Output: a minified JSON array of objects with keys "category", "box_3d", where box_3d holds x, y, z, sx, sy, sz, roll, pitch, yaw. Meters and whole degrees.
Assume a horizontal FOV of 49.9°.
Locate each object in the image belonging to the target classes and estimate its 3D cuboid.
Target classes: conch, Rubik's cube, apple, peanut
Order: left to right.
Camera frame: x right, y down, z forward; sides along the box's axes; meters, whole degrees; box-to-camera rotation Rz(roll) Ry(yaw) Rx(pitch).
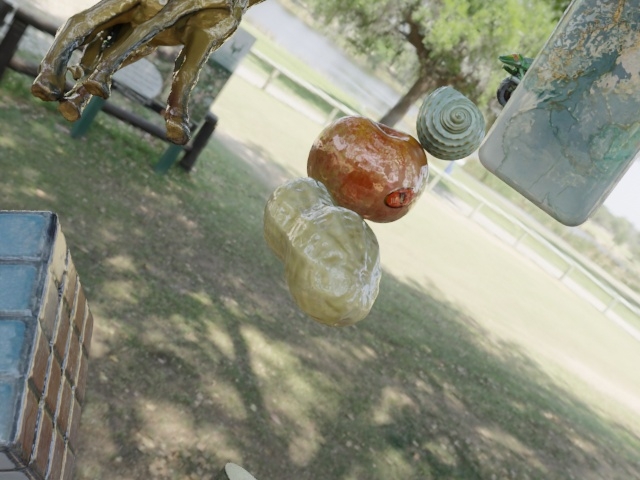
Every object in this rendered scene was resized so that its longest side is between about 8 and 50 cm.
[{"category":"Rubik's cube","box_3d":[-0.528,0.182,0.958,0.337,0.343,0.344,0,54,-8]},{"category":"peanut","box_3d":[0.000,0.000,0.846,0.124,0.123,0.256,29,21,-33]},{"category":"apple","box_3d":[0.085,-0.123,1.181,0.210,0.164,0.209,26,13,-6]},{"category":"conch","box_3d":[0.218,-0.201,1.211,0.102,0.153,0.135,-19,83,-25]}]

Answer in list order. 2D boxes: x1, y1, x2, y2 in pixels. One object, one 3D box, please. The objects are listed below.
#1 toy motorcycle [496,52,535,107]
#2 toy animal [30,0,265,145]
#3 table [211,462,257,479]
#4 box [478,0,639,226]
[{"category":"toy motorcycle","box_3d":[0.389,-0.277,1.150,0.074,0.190,0.106,-97,180,-52]},{"category":"toy animal","box_3d":[-0.064,-0.157,0.470,0.149,0.275,0.054,39,-25,34]},{"category":"table","box_3d":[-0.141,0.476,1.274,0.133,0.043,0.133,43,-1,1]},{"category":"box","box_3d":[0.281,-0.161,0.674,0.044,0.285,0.142,-5,41,-50]}]
